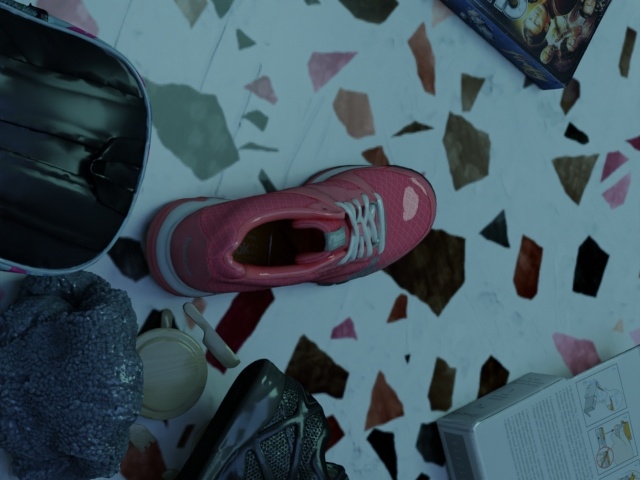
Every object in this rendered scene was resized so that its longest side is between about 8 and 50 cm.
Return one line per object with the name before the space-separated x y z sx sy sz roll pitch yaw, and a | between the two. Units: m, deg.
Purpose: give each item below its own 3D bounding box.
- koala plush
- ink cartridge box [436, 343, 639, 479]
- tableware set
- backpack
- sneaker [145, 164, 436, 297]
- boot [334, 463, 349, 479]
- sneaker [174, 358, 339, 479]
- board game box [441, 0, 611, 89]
koala plush | -0.274 0.116 1.612 0.221 0.203 0.196 3 88 -20
ink cartridge box | 0.272 0.279 2.039 0.261 0.066 0.296 -22 105 -31
tableware set | -0.116 0.160 1.796 0.128 0.039 0.194 -42 108 -12
backpack | -0.275 -0.085 1.586 0.253 0.191 0.225 15 86 -26
sneaker | 0.000 0.001 1.805 0.314 0.136 0.116 -13 100 -32
boot | -0.023 0.399 1.836 0.223 0.118 0.338 45 58 -24
sneaker | -0.066 0.234 1.754 0.130 0.087 0.227 36 77 -14
board game box | 0.197 -0.289 1.977 0.243 0.042 0.165 36 73 -29
